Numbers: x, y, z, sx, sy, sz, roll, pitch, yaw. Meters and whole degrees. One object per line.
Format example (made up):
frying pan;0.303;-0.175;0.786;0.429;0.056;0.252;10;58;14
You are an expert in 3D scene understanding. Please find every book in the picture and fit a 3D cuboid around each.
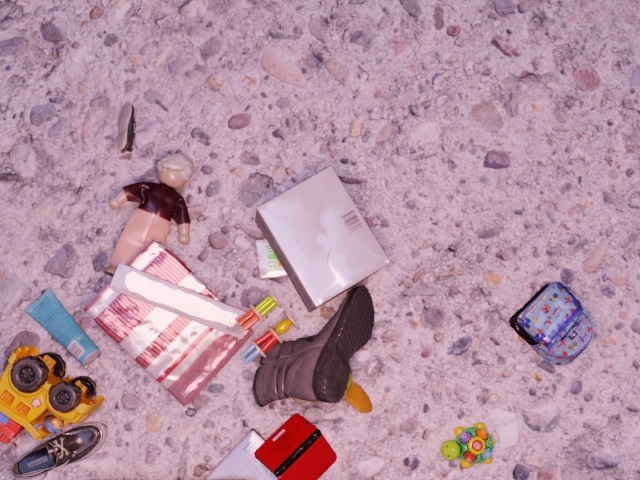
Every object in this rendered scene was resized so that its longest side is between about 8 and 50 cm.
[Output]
book;-0.080;0.041;1.989;0.144;0.035;0.096;-7;79;-5

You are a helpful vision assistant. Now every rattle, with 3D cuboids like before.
rattle;-0.003;0.361;1.919;0.199;0.143;0.130;-26;46;9

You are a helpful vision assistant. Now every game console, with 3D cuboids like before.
game console;-0.057;0.493;1.882;0.144;0.085;0.124;-40;49;-24

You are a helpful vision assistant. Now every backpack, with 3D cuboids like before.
backpack;0.553;0.201;1.916;0.158;0.117;0.173;-41;84;-8

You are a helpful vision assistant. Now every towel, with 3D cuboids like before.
towel;-0.349;0.188;1.908;0.329;0.037;0.237;45;80;-7

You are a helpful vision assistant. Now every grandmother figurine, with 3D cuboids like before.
grandmother figurine;-0.406;-0.061;1.978;0.207;0.104;0.343;29;75;-22

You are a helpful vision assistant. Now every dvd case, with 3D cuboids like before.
dvd case;-0.178;0.583;1.872;0.180;0.022;0.253;43;80;8

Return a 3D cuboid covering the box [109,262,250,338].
box;-0.315;0.138;1.865;0.323;0.063;0.067;22;83;-10

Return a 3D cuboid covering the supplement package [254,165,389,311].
supplement package;0.000;0.000;1.913;0.204;0.145;0.262;-30;85;-12

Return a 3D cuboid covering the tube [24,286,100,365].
tube;-0.607;0.207;1.940;0.207;0.052;0.080;43;76;13

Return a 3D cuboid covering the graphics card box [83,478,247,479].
graphics card box;-0.334;0.635;1.768;0.370;0.094;0.233;3;79;-14

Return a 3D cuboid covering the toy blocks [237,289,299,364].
toy blocks;-0.138;0.201;1.851;0.148;0.054;0.123;-41;114;-8

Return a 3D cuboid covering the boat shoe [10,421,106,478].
boat shoe;-0.593;0.481;1.866;0.219;0.070;0.078;-27;79;-6

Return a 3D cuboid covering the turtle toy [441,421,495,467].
turtle toy;0.338;0.471;1.878;0.130;0.066;0.095;-11;78;-3

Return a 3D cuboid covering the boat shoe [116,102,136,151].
boat shoe;-0.479;-0.282;2.050;0.046;0.038;0.125;-14;67;39

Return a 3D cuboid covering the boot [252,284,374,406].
boot;-0.021;0.232;1.890;0.222;0.118;0.338;-7;33;33

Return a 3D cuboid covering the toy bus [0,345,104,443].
toy bus;-0.636;0.375;1.856;0.220;0.149;0.211;33;87;4
